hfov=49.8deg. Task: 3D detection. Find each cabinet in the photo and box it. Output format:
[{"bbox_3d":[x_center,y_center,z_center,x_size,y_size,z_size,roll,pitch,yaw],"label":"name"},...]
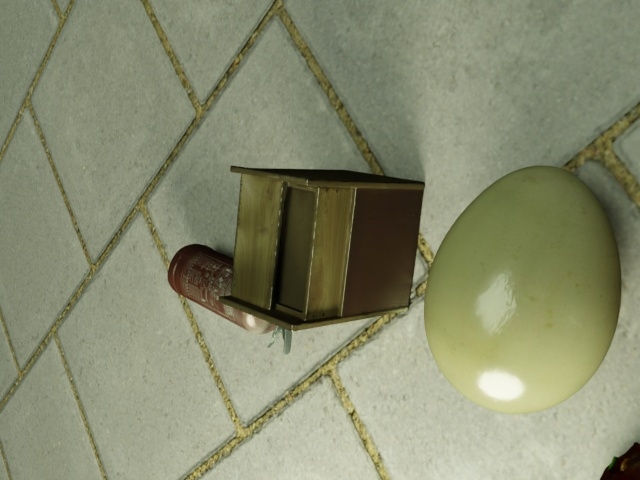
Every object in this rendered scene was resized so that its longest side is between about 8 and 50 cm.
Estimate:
[{"bbox_3d":[0.000,0.000,0.870,0.148,0.215,0.175,14,102,42],"label":"cabinet"}]

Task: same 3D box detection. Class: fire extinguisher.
[{"bbox_3d":[-0.129,0.087,1.081,0.269,0.105,0.105,19,106,42],"label":"fire extinguisher"}]

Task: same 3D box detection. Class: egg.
[{"bbox_3d":[0.205,0.050,0.699,0.188,0.188,0.253,21,98,41],"label":"egg"}]

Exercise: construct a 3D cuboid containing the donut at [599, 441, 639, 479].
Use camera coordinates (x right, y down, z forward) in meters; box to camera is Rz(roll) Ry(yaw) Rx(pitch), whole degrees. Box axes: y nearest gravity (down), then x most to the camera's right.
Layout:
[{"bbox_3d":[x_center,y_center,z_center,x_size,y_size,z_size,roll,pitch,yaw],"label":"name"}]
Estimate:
[{"bbox_3d":[0.348,0.298,0.643,0.216,0.096,0.230,38,118,35],"label":"donut"}]
